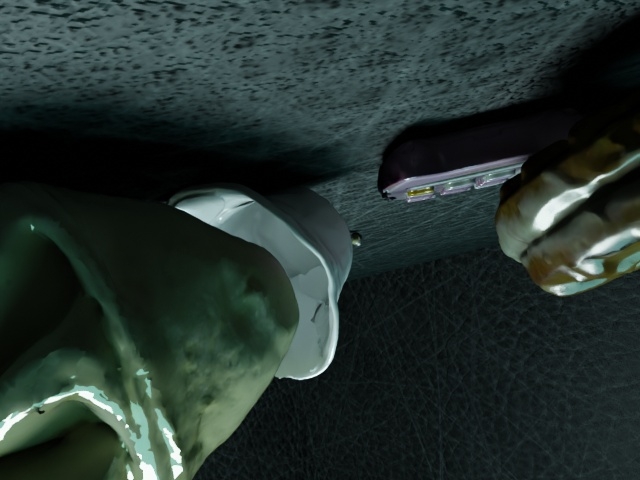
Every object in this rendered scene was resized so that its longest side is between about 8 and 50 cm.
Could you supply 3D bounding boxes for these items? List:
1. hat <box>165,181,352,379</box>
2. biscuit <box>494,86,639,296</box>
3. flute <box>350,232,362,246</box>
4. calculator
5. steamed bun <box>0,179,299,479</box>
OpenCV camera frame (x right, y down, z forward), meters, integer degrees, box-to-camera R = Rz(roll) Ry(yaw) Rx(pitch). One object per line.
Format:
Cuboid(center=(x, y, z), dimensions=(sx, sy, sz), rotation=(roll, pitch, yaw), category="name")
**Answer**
Cuboid(center=(-0.045, 0.019, 0.667), dimensions=(0.203, 0.203, 0.126), rotation=(-15, -164, 34), category="hat")
Cuboid(center=(0.282, -0.059, 0.506), dimensions=(0.332, 0.103, 0.332), rotation=(-23, 169, -5), category="biscuit")
Cuboid(center=(0.000, 0.000, 1.135), dimensions=(0.027, 0.027, 0.233), rotation=(-15, 173, 32), category="flute")
Cuboid(center=(0.150, -0.075, 0.685), dimensions=(0.194, 0.043, 0.294), rotation=(-13, 177, 7), category="calculator")
Cuboid(center=(-0.215, 0.107, 0.519), dimensions=(0.339, 0.247, 0.352), rotation=(-10, 165, 34), category="steamed bun")
